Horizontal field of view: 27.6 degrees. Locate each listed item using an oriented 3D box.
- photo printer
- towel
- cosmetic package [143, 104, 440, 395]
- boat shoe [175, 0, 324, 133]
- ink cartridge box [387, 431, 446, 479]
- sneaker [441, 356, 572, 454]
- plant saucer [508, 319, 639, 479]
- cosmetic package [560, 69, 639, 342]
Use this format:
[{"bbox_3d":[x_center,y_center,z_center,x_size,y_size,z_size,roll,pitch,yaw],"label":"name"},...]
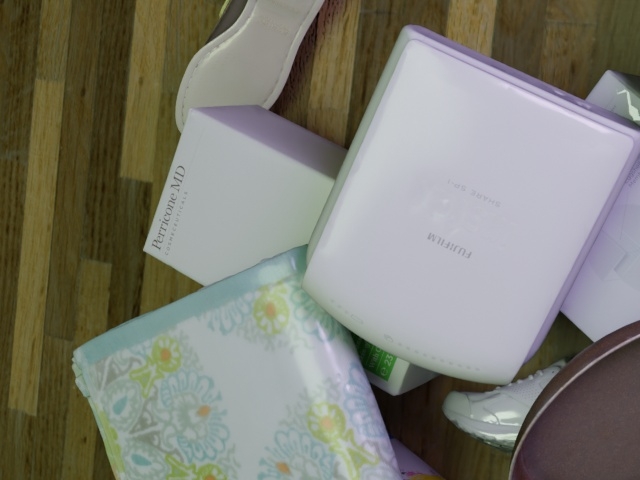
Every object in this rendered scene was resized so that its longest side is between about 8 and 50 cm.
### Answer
[{"bbox_3d":[0.135,-0.021,1.272,0.256,0.107,0.307,26,107,4],"label":"photo printer"},{"bbox_3d":[-0.095,0.208,1.448,0.374,0.090,0.320,-24,86,35],"label":"towel"},{"bbox_3d":[0.000,0.000,1.498,0.365,0.155,0.197,26,108,23],"label":"cosmetic package"},{"bbox_3d":[-0.078,-0.262,1.634,0.117,0.096,0.324,27,116,-11],"label":"boat shoe"},{"bbox_3d":[0.058,0.347,1.510,0.233,0.168,0.171,36,111,29],"label":"ink cartridge box"},{"bbox_3d":[0.243,0.183,1.442,0.232,0.090,0.115,8,74,38],"label":"sneaker"},{"bbox_3d":[0.317,0.176,1.270,0.310,0.311,0.050,-55,37,23],"label":"plant saucer"},{"bbox_3d":[0.331,-0.016,1.330,0.224,0.138,0.224,45,115,24],"label":"cosmetic package"}]
